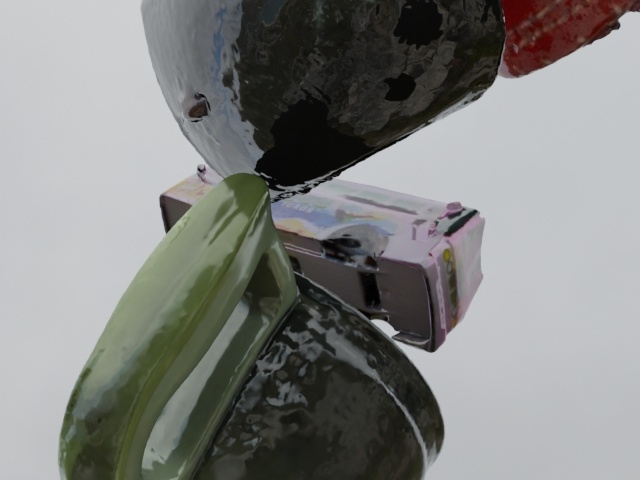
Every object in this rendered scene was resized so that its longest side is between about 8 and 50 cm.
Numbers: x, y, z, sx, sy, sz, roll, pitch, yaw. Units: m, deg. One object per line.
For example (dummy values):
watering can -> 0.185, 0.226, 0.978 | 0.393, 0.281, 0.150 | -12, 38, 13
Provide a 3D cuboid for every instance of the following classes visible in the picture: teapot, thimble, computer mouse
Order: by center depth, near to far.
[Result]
computer mouse -> -0.018, -0.118, 0.722 | 0.100, 0.170, 0.269 | -29, 4, -38
teapot -> -0.051, 0.147, 0.798 | 0.239, 0.239, 0.321 | 36, -32, 0
thimble -> 0.187, -0.232, 1.031 | 0.163, 0.189, 0.125 | -37, -75, 6

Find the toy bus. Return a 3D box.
toy bus -> 0.000, 0.001, 0.958 | 0.274, 0.112, 0.090 | 16, -52, 35
